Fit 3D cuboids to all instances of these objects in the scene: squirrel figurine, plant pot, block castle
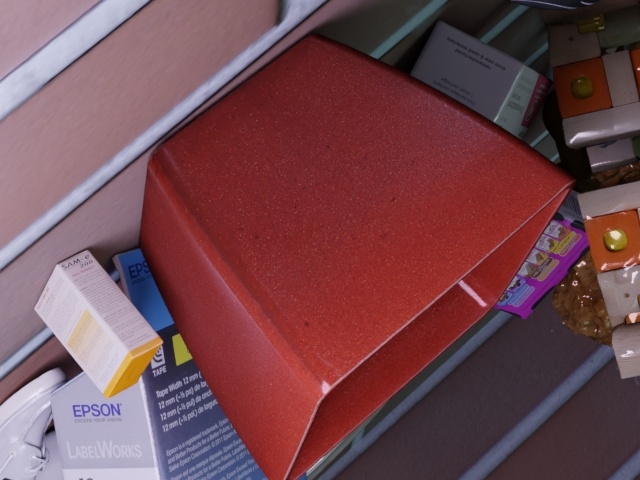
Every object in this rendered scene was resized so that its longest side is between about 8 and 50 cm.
[{"bbox_3d":[0.404,-0.079,2.120,0.397,0.281,0.370,-90,-157,-51],"label":"squirrel figurine"},{"bbox_3d":[0.000,0.000,1.345,0.267,0.236,0.267,-39,168,-22],"label":"plant pot"},{"bbox_3d":[0.382,-0.083,1.771,0.213,0.453,0.303,-13,173,14],"label":"block castle"}]

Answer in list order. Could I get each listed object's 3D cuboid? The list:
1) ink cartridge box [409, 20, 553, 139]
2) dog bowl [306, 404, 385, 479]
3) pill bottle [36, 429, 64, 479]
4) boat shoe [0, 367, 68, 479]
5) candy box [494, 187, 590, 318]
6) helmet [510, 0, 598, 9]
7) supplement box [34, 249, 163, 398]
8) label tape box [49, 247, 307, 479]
[{"bbox_3d":[0.118,-0.080,1.649,0.237,0.100,0.172,-62,165,8],"label":"ink cartridge box"},{"bbox_3d":[-0.075,0.227,2.074,0.408,0.150,0.408,-42,169,-10],"label":"dog bowl"},{"bbox_3d":[-0.248,0.328,1.760,0.188,0.188,0.334,-38,167,-25],"label":"pill bottle"},{"bbox_3d":[-0.274,0.191,1.504,0.184,0.063,0.066,-47,168,16],"label":"boat shoe"},{"bbox_3d":[0.179,-0.017,1.921,0.159,0.233,0.071,-52,-151,34],"label":"candy box"},{"bbox_3d":[0.176,-0.256,1.273,0.162,0.169,0.169,-10,148,-39],"label":"helmet"},{"bbox_3d":[-0.174,0.066,1.322,0.036,0.098,0.062,-28,161,-43],"label":"supplement box"},{"bbox_3d":[-0.126,0.162,1.538,0.115,0.347,0.249,-6,-171,28],"label":"label tape box"}]
